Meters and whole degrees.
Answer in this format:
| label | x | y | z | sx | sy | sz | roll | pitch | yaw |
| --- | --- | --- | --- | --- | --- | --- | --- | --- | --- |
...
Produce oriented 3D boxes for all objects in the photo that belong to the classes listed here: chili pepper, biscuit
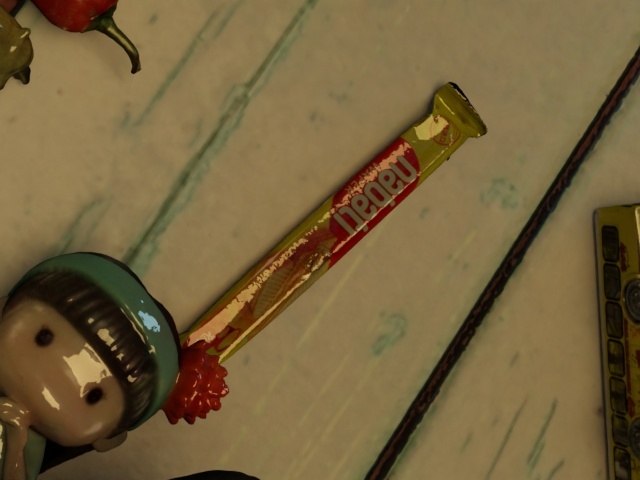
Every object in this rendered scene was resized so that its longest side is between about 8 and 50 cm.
| label | x | y | z | sx | sy | sz | roll | pitch | yaw |
| --- | --- | --- | --- | --- | --- | --- | --- | --- | --- |
| chili pepper | -0.170 | -0.178 | 0.863 | 0.059 | 0.050 | 0.191 | -42 | 101 | 3 |
| biscuit | 0.000 | 0.000 | 0.963 | 0.292 | 0.026 | 0.048 | -43 | 89 | -14 |

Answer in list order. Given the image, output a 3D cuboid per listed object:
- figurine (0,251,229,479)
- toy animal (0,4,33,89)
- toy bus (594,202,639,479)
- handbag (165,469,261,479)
| label | x | y | z | sx | sy | sz | roll | pitch | yaw |
| --- | --- | --- | --- | --- | --- | --- | --- | --- | --- |
| figurine | -0.184 | 0.114 | 0.856 | 0.245 | 0.110 | 0.138 | -40 | 110 | -10 |
| toy animal | -0.257 | -0.159 | 0.817 | 0.218 | 0.103 | 0.101 | 49 | 52 | -14 |
| toy bus | 0.250 | 0.082 | 1.046 | 0.081 | 0.074 | 0.226 | -9 | 97 | -23 |
| handbag | -0.160 | 0.263 | 0.783 | 0.302 | 0.275 | 0.178 | -19 | 77 | -23 |
